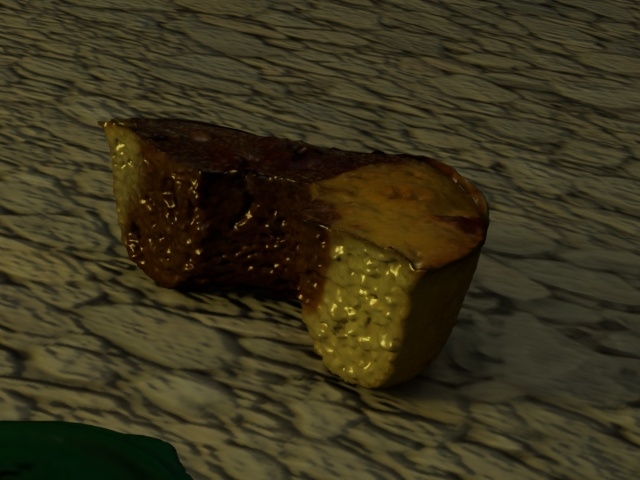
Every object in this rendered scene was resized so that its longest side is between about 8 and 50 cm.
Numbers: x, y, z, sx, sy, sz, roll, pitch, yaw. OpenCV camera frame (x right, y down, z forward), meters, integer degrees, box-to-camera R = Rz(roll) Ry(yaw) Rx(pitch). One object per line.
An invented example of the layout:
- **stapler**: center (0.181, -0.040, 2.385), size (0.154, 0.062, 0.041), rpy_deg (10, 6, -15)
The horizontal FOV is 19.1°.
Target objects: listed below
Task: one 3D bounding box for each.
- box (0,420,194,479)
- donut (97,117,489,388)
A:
- **box**: center (-0.152, 0.182, 0.672), size (0.264, 0.106, 0.337), rpy_deg (1, 21, -18)
- **donut**: center (0.000, 0.000, 1.194), size (0.151, 0.112, 0.295), rpy_deg (-11, 28, -44)
